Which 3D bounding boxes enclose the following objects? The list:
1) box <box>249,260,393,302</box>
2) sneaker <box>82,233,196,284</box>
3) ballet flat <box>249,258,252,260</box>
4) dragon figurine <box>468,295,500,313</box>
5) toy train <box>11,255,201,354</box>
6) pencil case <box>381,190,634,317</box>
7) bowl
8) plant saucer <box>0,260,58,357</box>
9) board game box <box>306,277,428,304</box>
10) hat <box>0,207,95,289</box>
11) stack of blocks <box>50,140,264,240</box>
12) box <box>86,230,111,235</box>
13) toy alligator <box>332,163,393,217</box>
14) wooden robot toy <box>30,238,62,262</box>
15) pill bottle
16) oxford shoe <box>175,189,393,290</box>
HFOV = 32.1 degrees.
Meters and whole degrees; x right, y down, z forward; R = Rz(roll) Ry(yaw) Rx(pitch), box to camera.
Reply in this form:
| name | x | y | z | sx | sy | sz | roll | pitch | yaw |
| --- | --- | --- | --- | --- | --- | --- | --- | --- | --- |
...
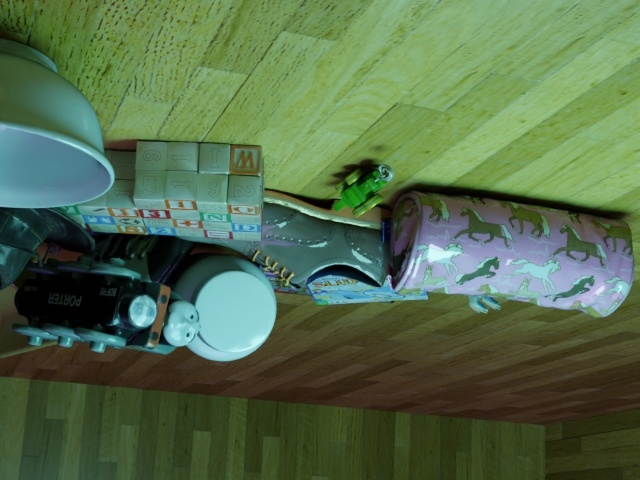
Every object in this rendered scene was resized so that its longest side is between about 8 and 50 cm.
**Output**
| name | x | y | z | sx | sy | sz | roll | pitch | yaw |
| --- | --- | --- | --- | --- | --- | --- | --- | --- | --- |
| box | 0.019 | 0.056 | 2.034 | 0.293 | 0.057 | 0.201 | 6 | 163 | -10 |
| sneaker | -0.332 | 0.037 | 1.886 | 0.146 | 0.122 | 0.330 | 46 | 132 | -11 |
| ballet flat | 0.000 | 0.000 | 1.868 | 0.250 | 0.058 | 0.084 | -3 | 167 | 2 |
| dragon figurine | 0.251 | 0.025 | 1.839 | 0.289 | 0.144 | 0.085 | 26 | 160 | -11 |
| toy train | -0.332 | 0.108 | 1.715 | 0.334 | 0.142 | 0.190 | 0 | 165 | 45 |
| pencil case | 0.290 | 0.024 | 1.705 | 0.386 | 0.160 | 0.167 | 6 | 170 | -16 |
| bowl | -0.379 | -0.144 | 1.267 | 0.298 | 0.134 | 0.298 | 2 | 165 | 1 |
| plant saucer | -0.602 | 0.062 | 1.932 | 0.333 | 0.081 | 0.333 | 44 | 144 | -24 |
| board game box | 0.079 | 0.068 | 1.916 | 0.201 | 0.035 | 0.136 | -4 | 156 | 11 |
| hat | -0.488 | -0.005 | 1.589 | 0.331 | 0.134 | 0.331 | 21 | 167 | 5 |
| stack of blocks | -0.230 | -0.071 | 1.577 | 0.297 | 0.087 | 0.171 | 3 | 164 | 0 |
| box | -0.389 | -0.036 | 1.828 | 0.162 | 0.029 | 0.116 | -8 | 161 | 27 |
| toy alligator | 0.072 | -0.081 | 1.575 | 0.051 | 0.056 | 0.190 | -37 | -179 | -28 |
| wooden robot toy | -0.520 | 0.020 | 1.951 | 0.076 | 0.079 | 0.173 | -9 | 161 | 34 |
| pill bottle | -0.172 | 0.109 | 1.870 | 0.176 | 0.176 | 0.318 | 7 | 179 | -14 |
| oxford shoe | -0.063 | 0.004 | 1.728 | 0.364 | 0.132 | 0.130 | 4 | 164 | -6 |
